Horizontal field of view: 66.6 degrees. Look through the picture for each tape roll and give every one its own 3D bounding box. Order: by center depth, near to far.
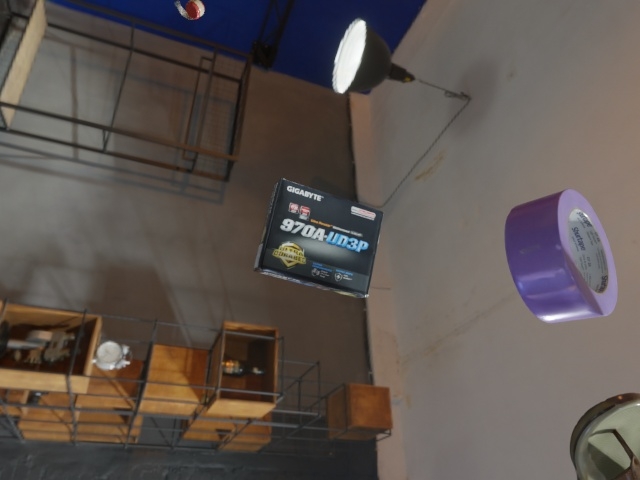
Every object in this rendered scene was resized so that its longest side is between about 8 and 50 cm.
[{"bbox_3d":[0.359,0.024,0.723,0.080,0.189,0.188,-22,-124,46],"label":"tape roll"}]

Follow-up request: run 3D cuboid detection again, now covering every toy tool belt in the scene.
[{"bbox_3d":[-0.147,-0.302,0.553,0.052,0.083,0.051,0,-141,41],"label":"toy tool belt"}]

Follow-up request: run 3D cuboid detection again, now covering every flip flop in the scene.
[{"bbox_3d":[0.370,0.315,0.606,0.080,0.112,0.276,-136,-134,-69],"label":"flip flop"}]

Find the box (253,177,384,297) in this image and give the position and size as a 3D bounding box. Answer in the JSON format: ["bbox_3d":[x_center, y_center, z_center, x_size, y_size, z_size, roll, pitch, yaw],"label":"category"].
[{"bbox_3d":[0.000,0.000,0.919,0.051,0.220,0.175,162,-57,-67],"label":"box"}]
